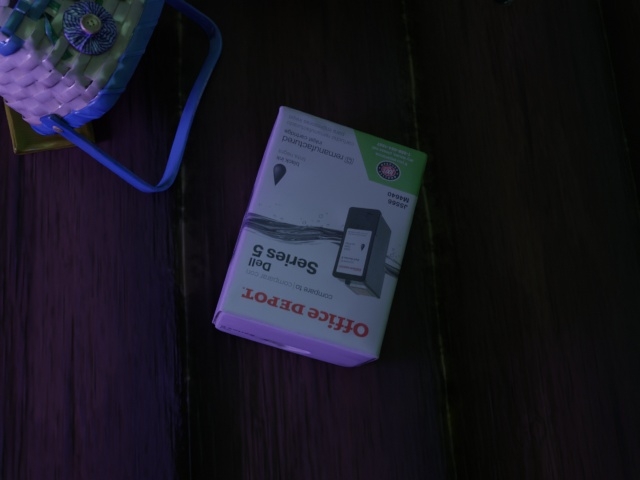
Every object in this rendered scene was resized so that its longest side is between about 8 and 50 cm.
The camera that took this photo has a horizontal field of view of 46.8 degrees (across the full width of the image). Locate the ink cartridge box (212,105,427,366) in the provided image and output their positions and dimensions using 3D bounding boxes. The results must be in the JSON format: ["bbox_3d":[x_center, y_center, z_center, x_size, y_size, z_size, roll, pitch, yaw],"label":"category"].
[{"bbox_3d":[0.000,0.000,0.925,0.198,0.115,0.273,17,73,-8],"label":"ink cartridge box"}]

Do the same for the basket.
[{"bbox_3d":[-0.258,-0.223,0.887,0.289,0.201,0.254,34,63,-46],"label":"basket"}]

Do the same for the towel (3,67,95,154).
[{"bbox_3d":[-0.364,-0.229,0.956,0.102,0.021,0.237,-12,79,-14],"label":"towel"}]
